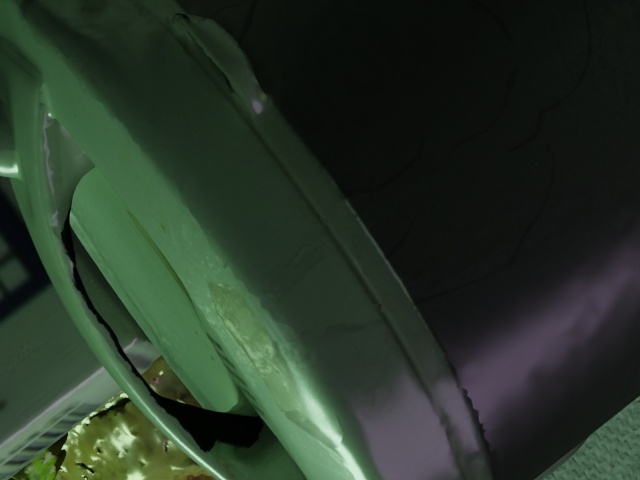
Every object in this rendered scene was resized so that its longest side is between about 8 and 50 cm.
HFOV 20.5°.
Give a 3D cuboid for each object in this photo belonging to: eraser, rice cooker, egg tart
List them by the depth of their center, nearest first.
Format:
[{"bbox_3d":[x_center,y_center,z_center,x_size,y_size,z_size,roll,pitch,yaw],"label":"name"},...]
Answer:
[{"bbox_3d":[0.029,-0.037,0.671,0.277,0.288,0.288,-38,172,-11],"label":"rice cooker"},{"bbox_3d":[-0.219,0.088,0.825,0.279,0.124,0.081,-38,171,2],"label":"eraser"},{"bbox_3d":[-0.088,0.132,1.360,0.352,0.150,0.352,-19,162,-7],"label":"egg tart"}]

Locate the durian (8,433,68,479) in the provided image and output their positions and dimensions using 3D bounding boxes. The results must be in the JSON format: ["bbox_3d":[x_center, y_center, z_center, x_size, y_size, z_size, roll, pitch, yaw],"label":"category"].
[{"bbox_3d":[-0.240,0.145,1.128,0.132,0.106,0.375,-29,164,-44],"label":"durian"}]

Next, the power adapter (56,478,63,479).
[{"bbox_3d":[-0.191,0.241,1.778,0.125,0.130,0.205,-43,169,36],"label":"power adapter"}]
